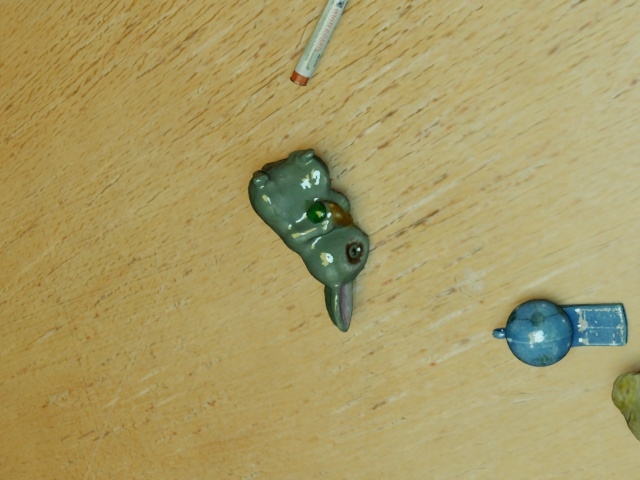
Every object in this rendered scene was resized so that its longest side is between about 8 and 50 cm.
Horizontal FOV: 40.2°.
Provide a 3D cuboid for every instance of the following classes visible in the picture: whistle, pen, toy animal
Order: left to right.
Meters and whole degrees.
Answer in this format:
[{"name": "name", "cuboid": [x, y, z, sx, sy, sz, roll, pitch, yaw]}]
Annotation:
[{"name": "toy animal", "cuboid": [0.002, -0.002, 1.200, 0.125, 0.127, 0.251, -23, 104, 21]}, {"name": "pen", "cuboid": [0.020, -0.308, 1.146, 0.028, 0.028, 0.239, 39, 119, 17]}, {"name": "whistle", "cuboid": [0.284, 0.112, 1.062, 0.157, 0.090, 0.090, -5, 100, 32]}]

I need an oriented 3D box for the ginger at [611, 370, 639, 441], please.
[{"name": "ginger", "cuboid": [0.423, 0.135, 0.962, 0.221, 0.130, 0.276, -26, 83, 42]}]
